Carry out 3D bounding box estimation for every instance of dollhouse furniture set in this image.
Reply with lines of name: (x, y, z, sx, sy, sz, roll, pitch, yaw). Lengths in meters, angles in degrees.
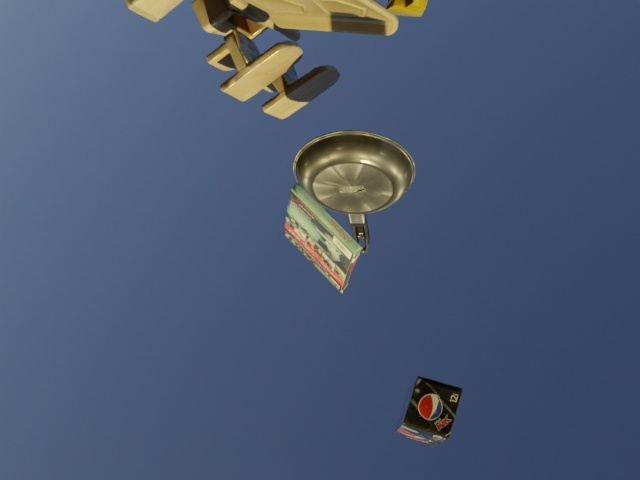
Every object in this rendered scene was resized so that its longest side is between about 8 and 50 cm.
dollhouse furniture set: (-0.128, -0.455, 1.581, 0.256, 0.394, 0.362, -33, -110, 21)

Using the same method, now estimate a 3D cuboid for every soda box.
soda box: (0.122, 0.199, 1.104, 0.169, 0.053, 0.060, 85, 24, -75)

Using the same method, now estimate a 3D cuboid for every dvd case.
dvd case: (0.000, 0.000, 0.915, 0.013, 0.119, 0.087, -41, -102, -16)

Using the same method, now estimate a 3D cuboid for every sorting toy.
sorting toy: (0.004, -0.317, 1.201, 0.307, 0.229, 0.041, 12, -93, 32)

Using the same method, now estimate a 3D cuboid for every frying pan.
frying pan: (0.035, -0.068, 1.586, 0.326, 0.197, 0.053, 118, -19, -52)
